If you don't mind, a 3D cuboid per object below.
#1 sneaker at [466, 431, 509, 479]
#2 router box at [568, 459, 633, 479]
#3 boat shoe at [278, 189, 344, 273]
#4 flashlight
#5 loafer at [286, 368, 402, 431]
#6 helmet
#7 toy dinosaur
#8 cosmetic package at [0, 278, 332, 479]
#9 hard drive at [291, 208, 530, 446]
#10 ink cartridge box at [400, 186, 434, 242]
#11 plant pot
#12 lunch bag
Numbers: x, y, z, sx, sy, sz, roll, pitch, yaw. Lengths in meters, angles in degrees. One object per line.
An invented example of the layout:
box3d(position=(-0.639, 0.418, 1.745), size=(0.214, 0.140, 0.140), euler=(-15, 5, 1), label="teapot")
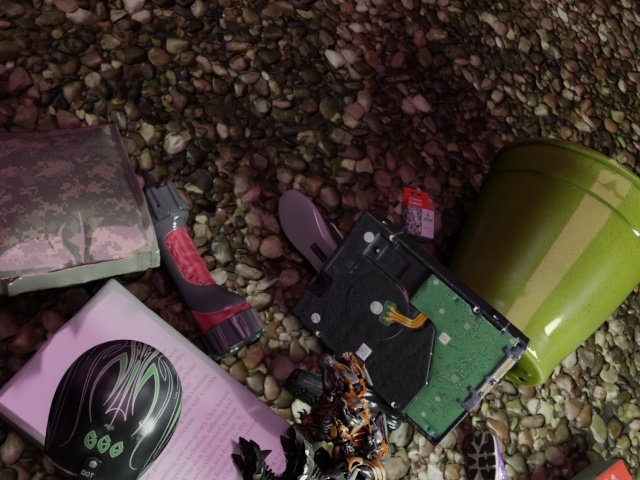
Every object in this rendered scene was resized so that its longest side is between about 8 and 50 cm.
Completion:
box3d(position=(0.315, 0.435, 1.199), size=(0.071, 0.068, 0.170), euler=(7, 70, -41), label="sneaker")
box3d(position=(0.484, 0.609, 1.176), size=(0.335, 0.082, 0.301), euler=(-22, 79, -28), label="router box")
box3d(position=(0.000, 0.000, 1.235), size=(0.219, 0.077, 0.070), euler=(57, 27, 10), label="boat shoe")
box3d(position=(-0.206, 0.045, 1.109), size=(0.103, 0.103, 0.304), euler=(-25, 82, -27), label="flashlight")
box3d(position=(0.045, 0.263, 1.144), size=(0.223, 0.076, 0.078), euler=(24, 57, -17), label="loafer")
box3d(position=(-0.250, 0.204, 0.819), size=(0.169, 0.169, 0.162), euler=(26, 80, -11), label="helmet")
box3d(position=(0.024, 0.312, 0.895), size=(0.218, 0.164, 0.322), euler=(12, 42, -36), label="toy dinosaur")
box3d(position=(-0.216, 0.298, 0.970), size=(0.453, 0.161, 0.230), euler=(41, 60, -3), label="cosmetic package")
box3d(position=(0.142, 0.141, 1.106), size=(0.339, 0.237, 0.064), euler=(41, 21, 16), label="hard drive")
box3d(position=(0.200, -0.057, 1.355), size=(0.062, 0.029, 0.115), euler=(13, 66, -16), label="ink cartridge box")
box3d(position=(0.392, 0.064, 1.233), size=(0.366, 0.366, 0.353), euler=(39, 73, -4), label="plant pot")
box3d(position=(-0.387, -0.032, 0.986), size=(0.235, 0.169, 0.287), euler=(-9, 46, -24), label="lunch bag")
